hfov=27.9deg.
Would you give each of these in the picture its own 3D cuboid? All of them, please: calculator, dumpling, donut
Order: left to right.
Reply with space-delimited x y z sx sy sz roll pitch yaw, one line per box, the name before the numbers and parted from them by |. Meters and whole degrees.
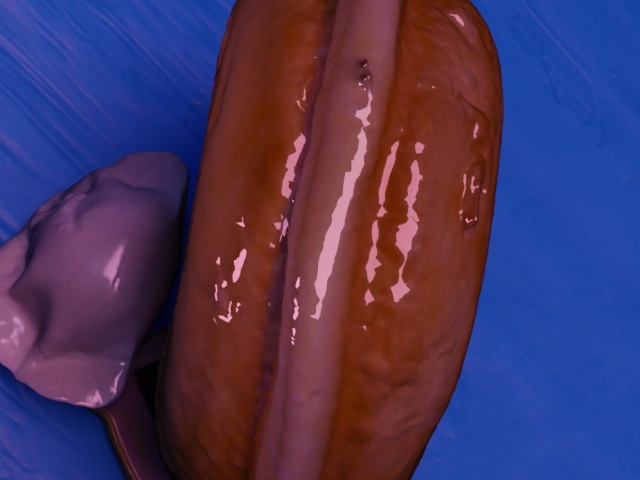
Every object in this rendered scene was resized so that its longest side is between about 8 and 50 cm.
dumpling | -0.187 0.020 1.013 0.151 0.124 0.229 13 57 12
calculator | -0.085 0.139 1.078 0.236 0.033 0.157 -21 85 -36
donut | 0.000 0.000 0.911 0.198 0.449 0.449 10 69 -4
